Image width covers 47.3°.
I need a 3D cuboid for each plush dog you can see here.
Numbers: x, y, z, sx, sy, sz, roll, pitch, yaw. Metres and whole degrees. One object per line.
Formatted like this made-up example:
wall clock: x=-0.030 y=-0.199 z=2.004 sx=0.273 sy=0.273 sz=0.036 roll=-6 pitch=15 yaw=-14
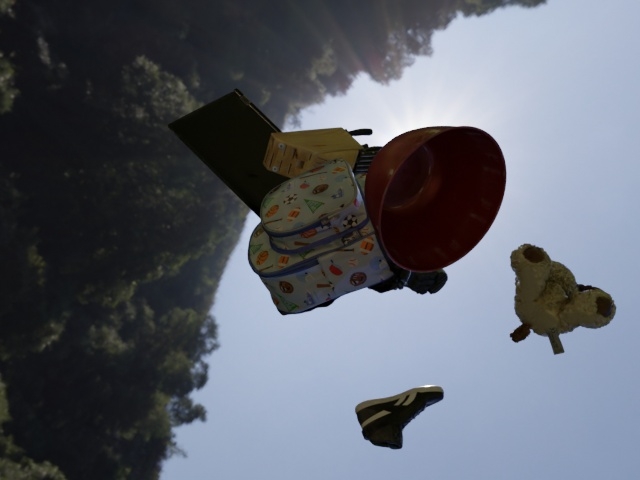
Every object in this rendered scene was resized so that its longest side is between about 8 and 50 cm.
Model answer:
plush dog: x=0.539 y=0.126 z=1.717 sx=0.225 sy=0.262 sz=0.211 roll=-37 pitch=160 yaw=-56

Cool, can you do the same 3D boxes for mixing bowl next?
mixing bowl: x=0.121 y=-0.063 z=0.873 sx=0.181 sy=0.181 sz=0.098 roll=-49 pitch=-141 yaw=0

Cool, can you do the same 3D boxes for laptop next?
laptop: x=-0.174 y=-0.188 z=1.972 sx=0.236 sy=0.382 sz=0.408 roll=-44 pitch=175 yaw=-11

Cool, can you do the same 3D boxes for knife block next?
knife block: x=0.023 y=-0.219 z=1.757 sx=0.242 sy=0.275 sz=0.088 roll=-73 pitch=-178 yaw=-55

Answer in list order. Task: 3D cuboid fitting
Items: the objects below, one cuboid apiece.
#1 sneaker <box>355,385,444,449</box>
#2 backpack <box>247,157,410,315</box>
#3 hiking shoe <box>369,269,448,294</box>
sneaker: x=0.198 y=0.422 z=1.708 sx=0.216 sy=0.079 sz=0.121 roll=-13 pitch=-123 yaw=-4
backpack: x=0.000 y=0.000 z=1.297 sx=0.263 sy=0.213 sz=0.276 roll=-31 pitch=-156 yaw=10
hiking shoe: x=0.192 y=0.065 z=1.975 sx=0.113 sy=0.304 sz=0.132 roll=-61 pitch=-152 yaw=32
